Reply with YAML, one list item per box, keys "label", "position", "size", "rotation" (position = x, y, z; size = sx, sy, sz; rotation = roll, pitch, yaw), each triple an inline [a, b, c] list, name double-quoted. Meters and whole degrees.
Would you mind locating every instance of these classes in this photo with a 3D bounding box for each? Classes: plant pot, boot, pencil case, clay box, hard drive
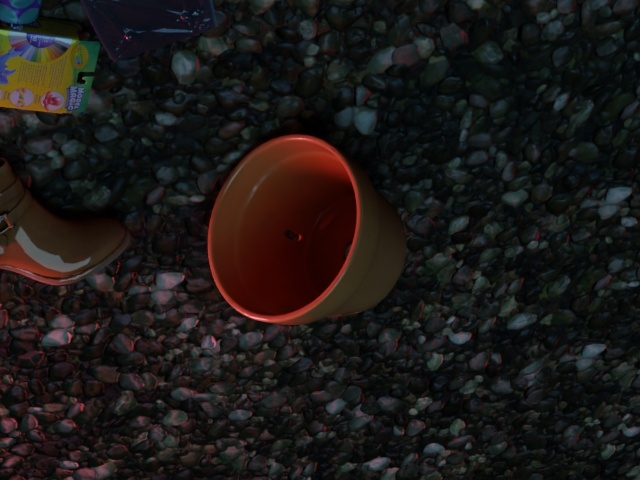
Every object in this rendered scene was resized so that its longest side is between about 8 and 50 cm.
- label: "plant pot"
  position: [0.000, 0.000, 2.090]
  size: [0.291, 0.291, 0.203]
  rotation: [-43, 146, 20]
- label: "boot"
  position: [-0.442, -0.042, 2.019]
  size: [0.283, 0.109, 0.220]
  rotation: [-9, 129, -1]
- label: "pencil case"
  position: [-0.395, -0.357, 1.763]
  size: [0.070, 0.064, 0.152]
  rotation: [-10, 135, -32]
- label: "clay box"
  position: [-0.426, -0.248, 1.858]
  size: [0.222, 0.053, 0.127]
  rotation: [4, 128, -22]
- label: "hard drive"
  position: [-0.250, -0.373, 1.804]
  size: [0.172, 0.054, 0.255]
  rotation: [-19, 134, -1]
